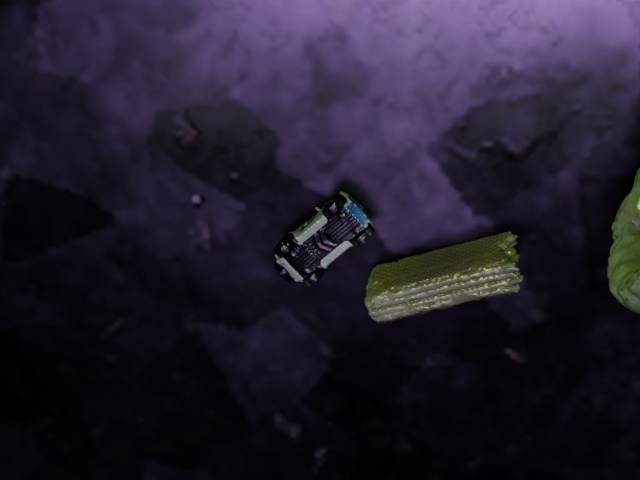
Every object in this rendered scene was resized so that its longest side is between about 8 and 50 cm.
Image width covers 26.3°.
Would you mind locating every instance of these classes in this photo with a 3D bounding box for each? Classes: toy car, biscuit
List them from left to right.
[{"bbox_3d":[0.000,0.000,2.053,0.170,0.070,0.080,-40,104,22],"label":"toy car"},{"bbox_3d":[0.184,0.058,2.029,0.238,0.108,0.062,-15,114,16],"label":"biscuit"}]

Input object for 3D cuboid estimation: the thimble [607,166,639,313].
[{"bbox_3d":[0.524,-0.016,1.853,0.195,0.291,0.291,20,117,-1],"label":"thimble"}]
